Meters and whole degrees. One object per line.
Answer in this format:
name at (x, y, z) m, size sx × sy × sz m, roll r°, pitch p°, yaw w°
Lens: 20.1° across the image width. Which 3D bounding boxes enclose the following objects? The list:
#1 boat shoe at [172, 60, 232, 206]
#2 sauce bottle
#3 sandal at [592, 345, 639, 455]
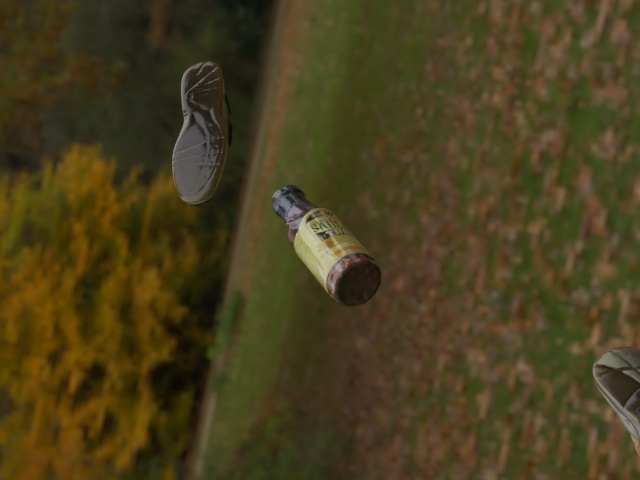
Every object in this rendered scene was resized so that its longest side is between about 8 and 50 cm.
boat shoe at (-0.105, -0.095, 1.692) m, size 0.049 × 0.056 × 0.152 m, roll 56°, pitch -147°, yaw -56°
sauce bottle at (0.000, 0.000, 1.298) m, size 0.128 × 0.042 × 0.042 m, roll 48°, pitch 133°, yaw 48°
sandal at (0.295, 0.167, 1.560) m, size 0.049 × 0.072 × 0.180 m, roll 79°, pitch 165°, yaw -46°
